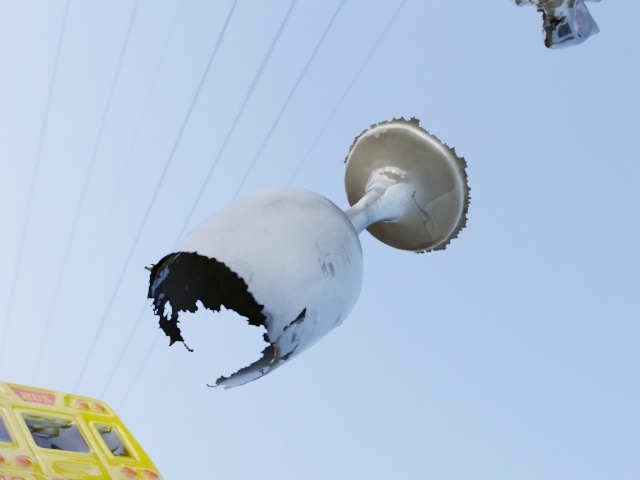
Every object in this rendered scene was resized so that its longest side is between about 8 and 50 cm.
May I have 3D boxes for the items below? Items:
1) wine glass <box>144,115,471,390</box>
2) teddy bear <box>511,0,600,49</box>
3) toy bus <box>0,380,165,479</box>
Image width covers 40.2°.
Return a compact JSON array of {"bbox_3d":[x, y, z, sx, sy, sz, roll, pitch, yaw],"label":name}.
[{"bbox_3d":[0.000,0.000,0.739,0.143,0.321,0.143,17,-60,32],"label":"wine glass"},{"bbox_3d":[0.157,-0.407,1.032,0.376,0.327,0.362,8,-31,15],"label":"teddy bear"},{"bbox_3d":[-0.215,0.246,0.486,0.152,0.144,0.330,40,-77,45],"label":"toy bus"}]
